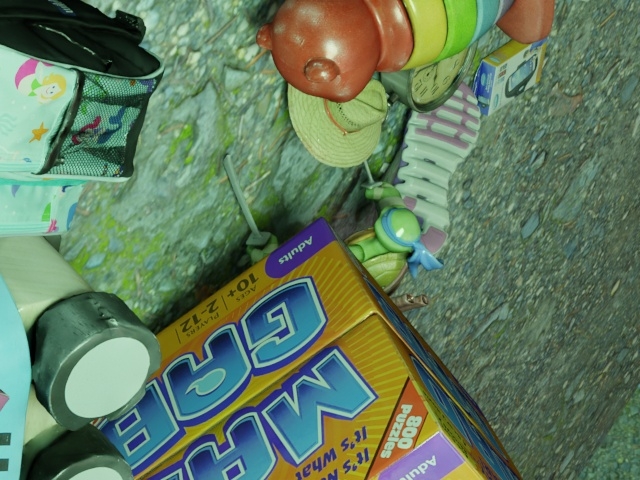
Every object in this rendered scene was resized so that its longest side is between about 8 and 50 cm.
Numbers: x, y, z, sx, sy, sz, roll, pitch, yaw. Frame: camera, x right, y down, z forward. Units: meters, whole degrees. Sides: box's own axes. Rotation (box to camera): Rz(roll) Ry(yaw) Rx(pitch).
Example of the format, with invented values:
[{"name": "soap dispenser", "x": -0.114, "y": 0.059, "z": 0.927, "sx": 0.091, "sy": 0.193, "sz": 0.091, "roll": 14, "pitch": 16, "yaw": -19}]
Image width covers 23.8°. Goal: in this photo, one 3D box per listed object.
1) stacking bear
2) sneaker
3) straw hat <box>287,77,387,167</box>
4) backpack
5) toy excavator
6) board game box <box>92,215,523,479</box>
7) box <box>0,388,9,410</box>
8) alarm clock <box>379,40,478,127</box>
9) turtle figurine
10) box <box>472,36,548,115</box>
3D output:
[{"name": "stacking bear", "x": 0.075, "y": -0.233, "z": 1.506, "sx": 0.289, "sy": 0.175, "sz": 0.164, "roll": -33, "pitch": 146, "yaw": -26}, {"name": "sneaker", "x": 0.120, "y": -0.092, "z": 1.880, "sx": 0.095, "sy": 0.104, "sz": 0.236, "roll": 22, "pitch": 78, "yaw": -22}, {"name": "straw hat", "x": 0.037, "y": -0.149, "z": 1.632, "sx": 0.144, "sy": 0.061, "sz": 0.144, "roll": 9, "pitch": 77, "yaw": -44}, {"name": "backpack", "x": -0.267, "y": -0.112, "z": 1.084, "sx": 0.253, "sy": 0.225, "sz": 0.191, "roll": 6, "pitch": 110, "yaw": -65}, {"name": "toy excavator", "x": -0.398, "y": 0.206, "z": 1.264, "sx": 0.445, "sy": 0.222, "sz": 0.433, "roll": -12, "pitch": 130, "yaw": -36}, {"name": "board game box", "x": 0.000, "y": 0.275, "z": 1.540, "sx": 0.356, "sy": 0.356, "sz": 0.356, "roll": -36, "pitch": 127, "yaw": 5}, {"name": "box", "x": -0.392, "y": 0.129, "z": 1.106, "sx": 0.213, "sy": 0.243, "sz": 0.117, "roll": -57, "pitch": 152, "yaw": -4}, {"name": "alarm clock", "x": 0.112, "y": -0.204, "z": 1.770, "sx": 0.192, "sy": 0.064, "sz": 0.129, "roll": -52, "pitch": 152, "yaw": -15}, {"name": "turtle figurine", "x": 0.000, "y": 0.000, "z": 1.758, "sx": 0.266, "sy": 0.274, "sz": 0.198, "roll": -57, "pitch": -177, "yaw": 44}, {"name": "box", "x": 0.249, "y": -0.222, "z": 2.008, "sx": 0.136, "sy": 0.028, "sz": 0.081, "roll": -37, "pitch": 146, "yaw": -37}]
